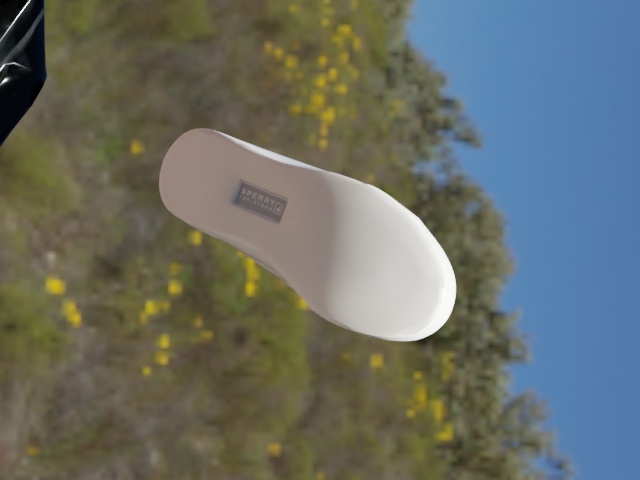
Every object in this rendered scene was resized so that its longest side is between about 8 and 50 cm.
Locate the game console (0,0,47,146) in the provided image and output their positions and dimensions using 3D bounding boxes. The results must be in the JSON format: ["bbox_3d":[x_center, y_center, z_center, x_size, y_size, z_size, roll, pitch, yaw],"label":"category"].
[{"bbox_3d":[-0.267,0.002,0.693,0.361,0.213,0.044,-56,149,-10],"label":"game console"}]

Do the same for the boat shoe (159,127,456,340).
[{"bbox_3d":[0.000,0.000,0.866,0.184,0.063,0.066,21,-89,37],"label":"boat shoe"}]
